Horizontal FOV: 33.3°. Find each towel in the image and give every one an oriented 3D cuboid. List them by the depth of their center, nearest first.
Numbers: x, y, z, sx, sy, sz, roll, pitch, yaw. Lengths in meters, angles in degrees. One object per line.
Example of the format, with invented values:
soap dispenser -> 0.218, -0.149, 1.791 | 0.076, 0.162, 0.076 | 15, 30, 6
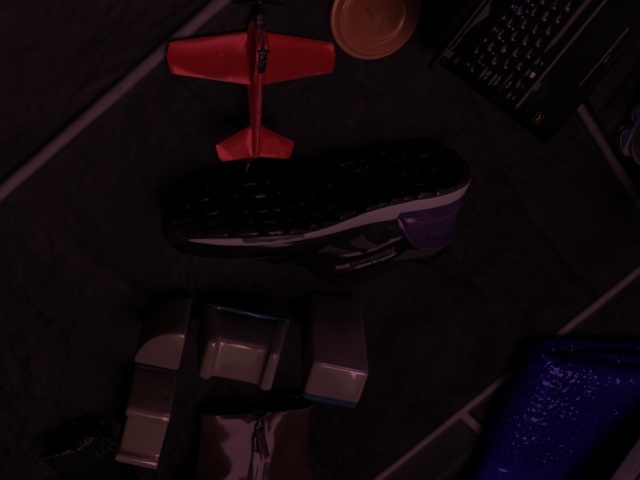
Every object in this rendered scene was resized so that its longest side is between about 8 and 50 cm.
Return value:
towel -> 0.294, 0.258, 1.278 | 0.227, 0.076, 0.308 | 3, 121, -26

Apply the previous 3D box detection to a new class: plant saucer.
plant saucer -> 0.047, -0.192, 0.906 | 0.083, 0.013, 0.083 | -11, 125, -16

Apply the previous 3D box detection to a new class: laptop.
laptop -> 0.219, -0.200, 0.894 | 0.264, 0.136, 0.234 | 29, 108, -37

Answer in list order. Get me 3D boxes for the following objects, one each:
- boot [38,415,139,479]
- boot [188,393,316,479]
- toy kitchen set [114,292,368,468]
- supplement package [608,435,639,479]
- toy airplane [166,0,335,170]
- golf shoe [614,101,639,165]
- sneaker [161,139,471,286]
boot -> -0.243, 0.233, 1.045 | 0.121, 0.045, 0.099 | -33, 132, -10
boot -> -0.123, 0.265, 1.114 | 0.248, 0.090, 0.207 | -7, 112, -18
toy kitchen set -> -0.077, 0.137, 1.031 | 0.207, 0.122, 0.166 | 13, 118, -8
supplement package -> 0.444, 0.323, 1.278 | 0.262, 0.145, 0.204 | 10, 115, -55
toy airplane -> -0.056, -0.126, 0.887 | 0.151, 0.028, 0.151 | -10, 115, -21
golf shoe -> 0.353, -0.144, 1.027 | 0.069, 0.086, 0.176 | 0, 120, -22
sneaker -> 0.000, 0.000, 0.961 | 0.283, 0.107, 0.124 | -8, 131, -19
